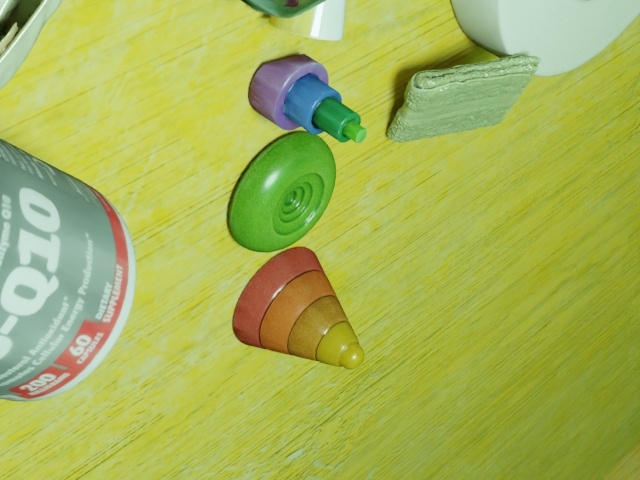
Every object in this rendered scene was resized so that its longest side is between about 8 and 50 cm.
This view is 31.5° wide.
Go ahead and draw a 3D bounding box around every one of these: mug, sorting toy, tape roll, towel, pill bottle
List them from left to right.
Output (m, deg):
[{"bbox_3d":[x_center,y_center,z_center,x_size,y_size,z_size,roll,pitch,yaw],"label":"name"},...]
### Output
[{"bbox_3d":[-0.251,-0.002,0.675,0.161,0.161,0.283,-55,150,2],"label":"pill bottle"},{"bbox_3d":[-0.010,-0.200,0.914,0.078,0.062,0.064,-17,127,-55],"label":"mug"},{"bbox_3d":[0.000,0.000,1.064,0.127,0.126,0.365,-33,145,-31],"label":"sorting toy"},{"bbox_3d":[0.144,-0.144,1.150,0.148,0.027,0.110,-14,156,-20],"label":"towel"},{"bbox_3d":[0.282,-0.353,1.150,0.392,0.072,0.392,-34,144,-29],"label":"tape roll"}]

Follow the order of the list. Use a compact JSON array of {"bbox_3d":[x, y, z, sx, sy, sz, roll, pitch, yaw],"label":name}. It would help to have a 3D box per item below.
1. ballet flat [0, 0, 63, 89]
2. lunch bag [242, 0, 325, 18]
[{"bbox_3d":[-0.165,-0.189,0.672,0.248,0.086,0.086,-58,150,6],"label":"ballet flat"},{"bbox_3d":[0.017,-0.274,0.768,0.223,0.160,0.262,-51,-174,-8],"label":"lunch bag"}]
